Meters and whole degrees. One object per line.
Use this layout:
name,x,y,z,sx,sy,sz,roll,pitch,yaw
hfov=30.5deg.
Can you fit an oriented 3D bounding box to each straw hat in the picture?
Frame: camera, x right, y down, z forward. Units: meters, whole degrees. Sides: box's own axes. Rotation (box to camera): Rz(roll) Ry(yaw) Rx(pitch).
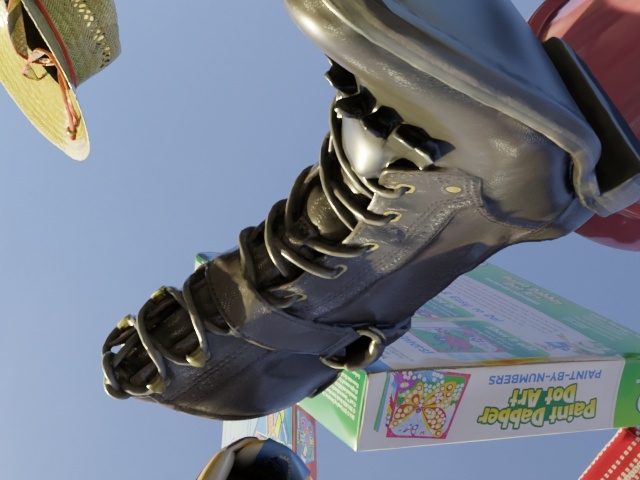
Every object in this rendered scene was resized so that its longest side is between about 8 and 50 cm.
straw hat,-0.142,-0.117,0.640,0.061,0.144,0.144,-34,-139,-20

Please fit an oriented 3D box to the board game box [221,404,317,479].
board game box,-0.050,0.174,1.075,0.145,0.027,0.281,-55,-159,31

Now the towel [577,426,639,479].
towel,0.298,0.299,0.923,0.275,0.031,0.199,39,-69,17

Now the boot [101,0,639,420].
boot,0.000,0.000,0.456,0.229,0.263,0.091,-35,-120,20

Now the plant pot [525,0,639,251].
plant pot,0.241,-0.115,0.791,0.180,0.201,0.201,127,-17,-61

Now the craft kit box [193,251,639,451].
craft kit box,0.071,0.064,0.808,0.250,0.247,0.061,30,-62,58

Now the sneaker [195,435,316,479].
sneaker,-0.026,0.126,0.550,0.084,0.069,0.185,-60,178,13
